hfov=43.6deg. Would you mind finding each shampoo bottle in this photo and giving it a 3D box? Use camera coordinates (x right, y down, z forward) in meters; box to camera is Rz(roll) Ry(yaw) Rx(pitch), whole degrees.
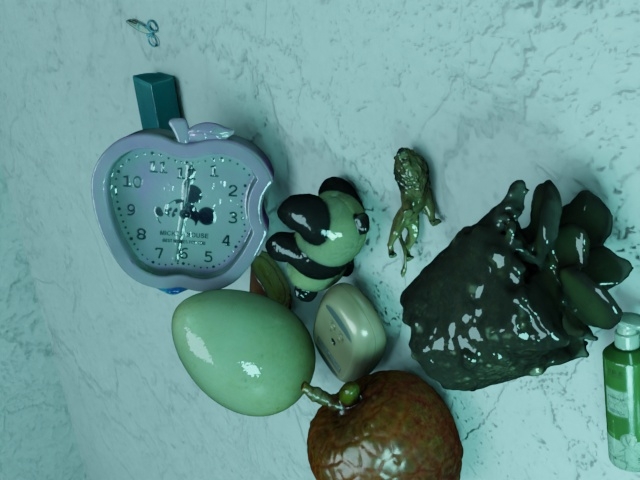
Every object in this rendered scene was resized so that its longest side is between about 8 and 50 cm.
[{"bbox_3d":[0.384,0.184,0.986,0.065,0.065,0.204,15,121,51],"label":"shampoo bottle"}]

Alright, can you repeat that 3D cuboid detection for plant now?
[{"bbox_3d":[0.244,0.065,0.980,0.276,0.189,0.198,-39,55,37],"label":"plant"}]

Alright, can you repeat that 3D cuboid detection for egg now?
[{"bbox_3d":[-0.145,0.199,1.483,0.295,0.218,0.218,37,154,-20],"label":"egg"}]

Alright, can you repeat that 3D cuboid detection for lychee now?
[{"bbox_3d":[0.096,0.323,1.322,0.300,0.255,0.255,55,148,-6],"label":"lychee"}]

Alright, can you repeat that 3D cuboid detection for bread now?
[{"bbox_3d":[-0.100,0.129,1.634,0.119,0.067,0.192,41,138,38],"label":"bread"}]

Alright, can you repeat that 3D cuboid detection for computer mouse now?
[{"bbox_3d":[0.053,0.163,1.417,0.145,0.082,0.236,53,156,24],"label":"computer mouse"}]

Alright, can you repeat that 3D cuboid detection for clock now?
[{"bbox_3d":[-0.251,-0.073,1.492,0.102,0.339,0.338,-91,-11,-73],"label":"clock"}]

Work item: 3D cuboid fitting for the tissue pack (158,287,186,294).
[{"bbox_3d":[-0.281,-0.046,1.664,0.146,0.198,0.263,11,119,54],"label":"tissue pack"}]

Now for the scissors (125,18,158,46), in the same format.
[{"bbox_3d":[-0.385,-0.460,1.729,0.119,0.014,0.058,35,131,35],"label":"scissors"}]

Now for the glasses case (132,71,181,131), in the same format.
[{"bbox_3d":[-0.343,-0.217,1.776,0.117,0.070,0.300,31,135,50],"label":"glasses case"}]

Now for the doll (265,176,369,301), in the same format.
[{"bbox_3d":[-0.001,0.000,1.351,0.135,0.144,0.234,48,143,16],"label":"doll"}]

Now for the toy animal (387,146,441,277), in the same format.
[{"bbox_3d":[0.138,-0.034,1.202,0.086,0.069,0.219,-123,33,-56],"label":"toy animal"}]
